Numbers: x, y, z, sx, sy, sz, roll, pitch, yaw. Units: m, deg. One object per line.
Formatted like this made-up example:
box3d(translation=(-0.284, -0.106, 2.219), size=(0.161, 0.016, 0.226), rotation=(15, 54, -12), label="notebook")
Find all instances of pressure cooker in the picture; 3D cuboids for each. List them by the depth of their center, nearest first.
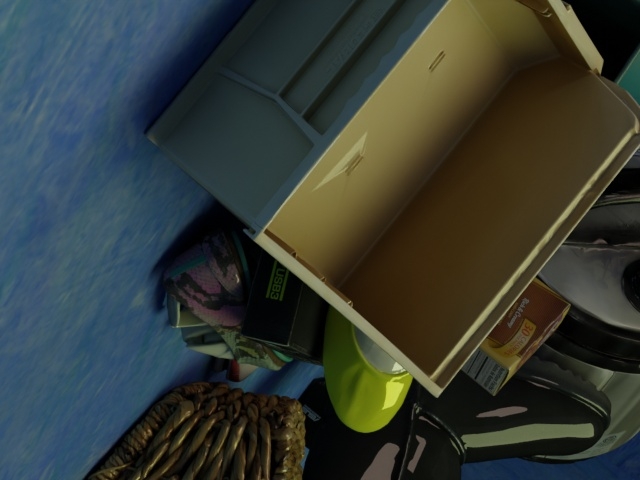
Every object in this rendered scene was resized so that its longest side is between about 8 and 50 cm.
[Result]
box3d(translation=(0.341, 0.046, 1.922), size=(0.370, 0.375, 0.420), rotation=(-42, 166, -34), label="pressure cooker")

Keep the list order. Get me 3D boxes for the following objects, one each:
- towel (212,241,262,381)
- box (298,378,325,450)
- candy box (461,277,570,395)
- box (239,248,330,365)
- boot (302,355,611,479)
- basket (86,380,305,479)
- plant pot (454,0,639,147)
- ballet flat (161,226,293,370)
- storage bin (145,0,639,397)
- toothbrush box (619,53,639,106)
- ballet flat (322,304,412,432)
box3d(translation=(0.028, -0.024, 1.406), size=(0.329, 0.037, 0.237), rotation=(-45, 165, -27), label="towel")
box3d(translation=(0.046, 0.252, 1.990), size=(0.077, 0.147, 0.180), rotation=(-53, 168, 6), label="box")
box3d(translation=(0.130, 0.047, 1.443), size=(0.109, 0.186, 0.053), rotation=(-42, 164, -35), label="candy box")
box3d(translation=(0.000, 0.000, 1.173), size=(0.190, 0.045, 0.184), rotation=(42, 58, -74), label="box")
box3d(translation=(0.133, 0.334, 1.673), size=(0.146, 0.367, 0.445), rotation=(131, -26, -58), label="boot")
box3d(translation=(-0.134, 0.241, 1.451), size=(0.299, 0.223, 0.213), rotation=(81, 16, -73), label="basket")
box3d(translation=(0.149, -0.123, 1.236), size=(0.166, 0.165, 0.234), rotation=(-56, 170, -5), label="plant pot")
box3d(translation=(-0.077, 0.053, 1.181), size=(0.079, 0.077, 0.221), rotation=(-19, 158, 2), label="ballet flat")
box3d(translation=(0.067, -0.075, 0.974), size=(0.260, 0.123, 0.262), rotation=(-50, 142, -2), label="storage bin")
box3d(translation=(0.275, -0.215, 1.283), size=(0.295, 0.216, 0.126), rotation=(88, 27, -70), label="toothbrush box")
box3d(translation=(0.054, 0.029, 1.147), size=(0.077, 0.077, 0.231), rotation=(157, -53, -66), label="ballet flat")
